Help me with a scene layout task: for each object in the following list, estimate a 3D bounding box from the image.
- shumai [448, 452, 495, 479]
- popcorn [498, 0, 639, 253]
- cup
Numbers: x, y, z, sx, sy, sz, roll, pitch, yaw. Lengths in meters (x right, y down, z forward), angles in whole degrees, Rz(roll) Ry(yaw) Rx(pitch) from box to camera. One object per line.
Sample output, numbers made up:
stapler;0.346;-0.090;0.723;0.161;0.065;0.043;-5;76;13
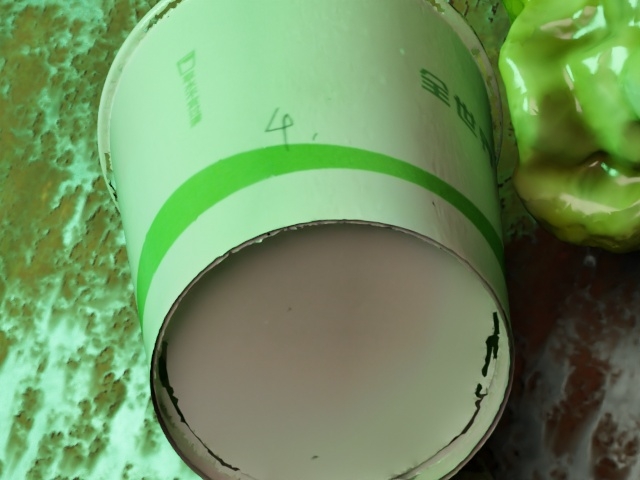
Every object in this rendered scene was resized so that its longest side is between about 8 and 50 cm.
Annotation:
shumai;0.003;0.168;1.098;0.201;0.120;0.201;-37;38;36
popcorn;0.235;-0.168;1.124;0.292;0.294;0.334;-44;37;31
cup;0.000;0.000;1.065;0.253;0.253;0.274;-24;31;8
